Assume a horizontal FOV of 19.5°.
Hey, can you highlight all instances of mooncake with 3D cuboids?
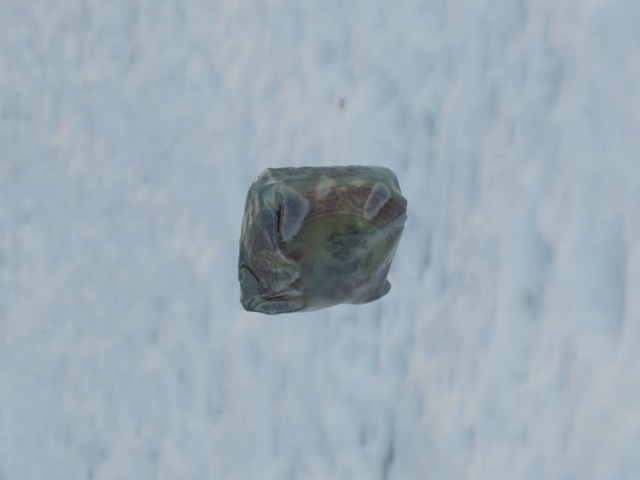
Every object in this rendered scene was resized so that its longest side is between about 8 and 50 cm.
[{"bbox_3d":[0.000,0.000,1.408,0.130,0.125,0.073,97,158,-46],"label":"mooncake"}]
